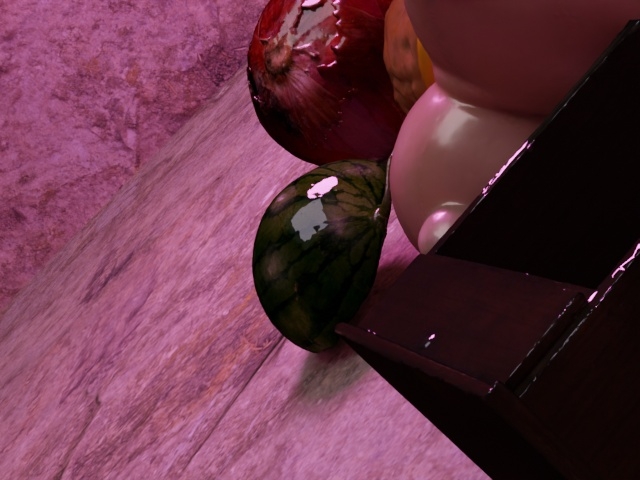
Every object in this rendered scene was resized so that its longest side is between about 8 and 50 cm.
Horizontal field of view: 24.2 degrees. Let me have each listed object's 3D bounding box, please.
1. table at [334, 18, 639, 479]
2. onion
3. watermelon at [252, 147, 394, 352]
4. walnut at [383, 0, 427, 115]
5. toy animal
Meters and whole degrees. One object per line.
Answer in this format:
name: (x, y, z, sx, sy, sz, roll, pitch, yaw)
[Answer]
table: (0.199, 0.024, 0.837, 0.282, 0.196, 0.250, -49, 13, -8)
onion: (0.039, -0.218, 1.880, 0.276, 0.276, 0.276, -43, 15, 14)
watermelon: (-0.002, 0.005, 1.518, 0.232, 0.127, 0.204, 122, 168, -69)
walnut: (0.169, -0.169, 1.376, 0.257, 0.224, 0.257, -50, 16, 20)
toy animal: (0.170, -0.068, 1.082, 0.345, 0.277, 0.247, 79, -146, -76)
